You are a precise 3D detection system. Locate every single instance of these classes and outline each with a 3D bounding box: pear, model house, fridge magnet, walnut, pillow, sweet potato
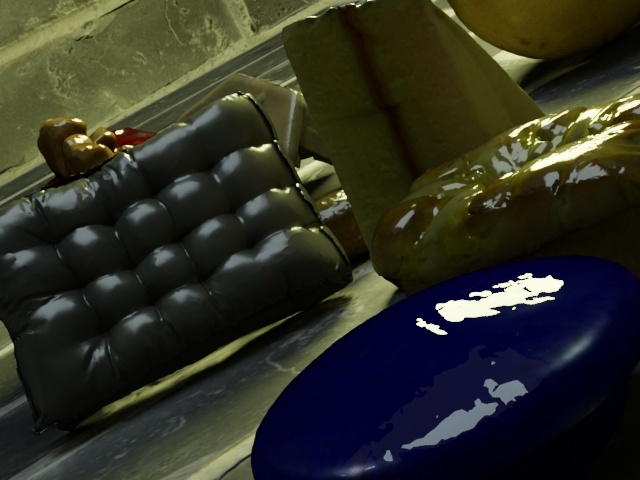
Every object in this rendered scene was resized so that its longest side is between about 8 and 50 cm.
[{"bbox_3d":[0.287,-0.370,1.813,0.314,0.314,0.314,-25,14,7],"label":"pear"},{"bbox_3d":[-0.046,-0.128,1.812,0.188,0.122,0.229,10,6,-44],"label":"model house"},{"bbox_3d":[0.081,0.093,0.901,0.265,0.112,0.265,-24,14,6],"label":"fridge magnet"},{"bbox_3d":[-0.211,-0.032,1.589,0.222,0.244,0.269,-29,15,-17],"label":"walnut"},{"bbox_3d":[-0.161,0.014,1.388,0.326,0.228,0.101,-28,-19,-2],"label":"pillow"},{"bbox_3d":[0.000,0.000,1.454,0.244,0.077,0.077,-29,14,-15],"label":"sweet potato"}]

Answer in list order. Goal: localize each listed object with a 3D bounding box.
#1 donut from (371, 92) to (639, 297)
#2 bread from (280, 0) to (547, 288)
[{"bbox_3d":[0.177,-0.016,1.086,0.261,0.128,0.208,-15,17,38],"label":"donut"},{"bbox_3d":[0.107,-0.114,1.292,0.168,0.264,0.163,-9,23,35],"label":"bread"}]
